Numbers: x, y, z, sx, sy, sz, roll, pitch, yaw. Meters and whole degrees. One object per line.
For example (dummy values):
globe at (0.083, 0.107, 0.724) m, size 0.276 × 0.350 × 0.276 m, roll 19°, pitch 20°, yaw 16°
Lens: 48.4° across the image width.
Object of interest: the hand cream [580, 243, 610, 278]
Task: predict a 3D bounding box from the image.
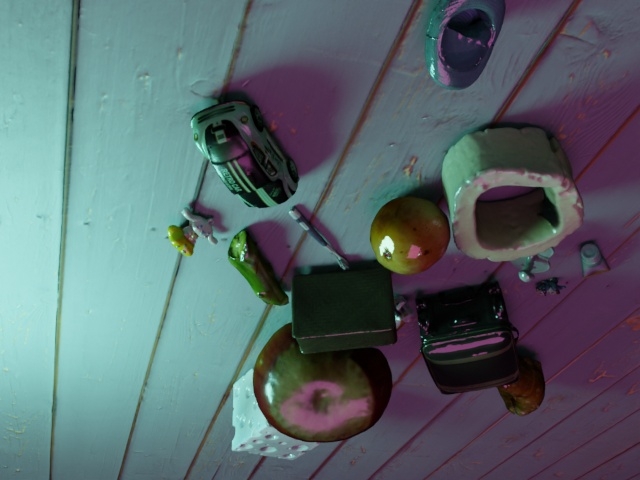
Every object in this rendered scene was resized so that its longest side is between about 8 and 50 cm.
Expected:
hand cream at (0.744, 0.061, 1.935) m, size 0.076 × 0.047 × 0.174 m, roll -20°, pitch 149°, yaw 18°

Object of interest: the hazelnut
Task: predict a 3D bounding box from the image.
hazelnut at (0.006, 0.396, 2.088) m, size 0.409 × 0.359 × 0.359 m, roll 3°, pitch 143°, yaw -12°

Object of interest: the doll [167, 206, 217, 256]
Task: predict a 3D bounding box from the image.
doll at (-0.302, -0.019, 1.719) m, size 0.135 × 0.071 × 0.113 m, roll 22°, pitch 118°, yaw -39°

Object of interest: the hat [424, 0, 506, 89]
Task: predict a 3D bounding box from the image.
hat at (0.251, -0.373, 1.280) m, size 0.138 × 0.078 × 0.191 m, roll 1°, pitch 125°, yaw -20°

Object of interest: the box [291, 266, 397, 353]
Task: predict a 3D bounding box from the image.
box at (0.061, 0.185, 1.899) m, size 0.273 × 0.184 × 0.143 m, roll -6°, pitch 153°, yaw 5°

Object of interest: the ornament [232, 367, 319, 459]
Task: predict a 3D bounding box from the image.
ornament at (-0.133, 0.559, 2.349) m, size 0.239 × 0.240 × 0.240 m, roll 18°, pitch 138°, yaw -27°

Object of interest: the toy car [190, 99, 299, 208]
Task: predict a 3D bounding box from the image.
toy car at (-0.150, -0.157, 1.488) m, size 0.136 × 0.125 × 0.306 m, roll -16°, pitch 140°, yaw 15°

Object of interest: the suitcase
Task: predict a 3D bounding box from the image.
suitcase at (0.447, 0.306, 2.108) m, size 0.283 × 0.194 × 0.434 m, roll -13°, pitch 144°, yaw 12°

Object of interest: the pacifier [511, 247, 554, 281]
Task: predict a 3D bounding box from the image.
pacifier at (0.535, 0.054, 1.845) m, size 0.126 × 0.117 × 0.150 m, roll 19°, pitch 149°, yaw 12°

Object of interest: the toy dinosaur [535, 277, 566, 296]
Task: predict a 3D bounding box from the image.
toy dinosaur at (0.651, 0.135, 2.015) m, size 0.083 × 0.047 × 0.030 m, roll -16°, pitch 140°, yaw 18°

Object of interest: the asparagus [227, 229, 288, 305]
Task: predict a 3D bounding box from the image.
asparagus at (-0.160, 0.091, 1.860) m, size 0.085 × 0.082 × 0.343 m, roll -40°, pitch 144°, yaw -12°

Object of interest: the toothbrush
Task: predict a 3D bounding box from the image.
toothbrush at (0.000, 0.000, 1.793) m, size 0.024 × 0.026 × 0.288 m, roll -27°, pitch 138°, yaw 16°

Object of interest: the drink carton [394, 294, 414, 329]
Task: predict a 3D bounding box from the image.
drink carton at (0.212, 0.213, 2.049) m, size 0.074 × 0.084 × 0.200 m, roll -18°, pitch 156°, yaw -38°

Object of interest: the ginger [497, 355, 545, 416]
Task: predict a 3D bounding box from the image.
ginger at (0.660, 0.465, 2.377) m, size 0.165 × 0.172 × 0.321 m, roll 19°, pitch 159°, yaw 38°

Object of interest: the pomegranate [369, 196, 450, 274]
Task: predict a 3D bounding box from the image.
pomegranate at (0.212, -0.012, 1.662) m, size 0.191 × 0.191 × 0.191 m, roll -3°, pitch 143°, yaw -2°

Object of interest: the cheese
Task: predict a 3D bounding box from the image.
cheese at (0.424, -0.106, 1.586) m, size 0.292 × 0.153 × 0.332 m, roll -14°, pitch 144°, yaw 14°
